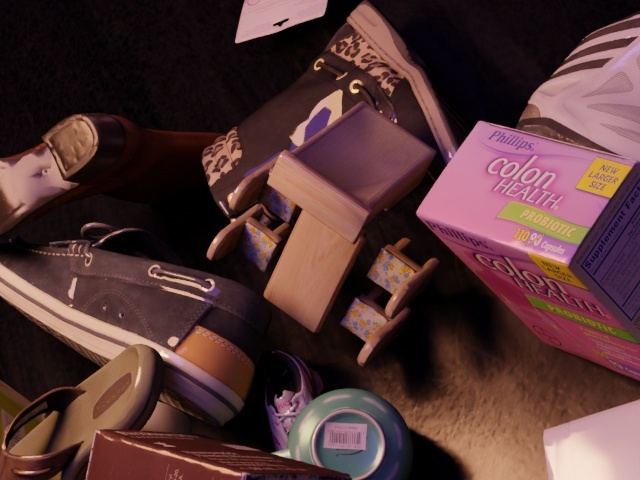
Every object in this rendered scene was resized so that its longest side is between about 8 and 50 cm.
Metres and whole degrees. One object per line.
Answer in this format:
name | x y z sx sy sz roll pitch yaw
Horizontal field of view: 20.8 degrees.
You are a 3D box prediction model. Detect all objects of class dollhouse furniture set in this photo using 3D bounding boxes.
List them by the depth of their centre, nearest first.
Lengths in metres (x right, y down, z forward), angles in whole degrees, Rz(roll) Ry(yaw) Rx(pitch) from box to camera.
dollhouse furniture set | 0.000 0.000 1.804 0.212 0.161 0.242 35 127 13

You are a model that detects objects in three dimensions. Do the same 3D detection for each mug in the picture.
mug | 0.020 0.225 1.773 0.158 0.097 0.129 -43 78 -9

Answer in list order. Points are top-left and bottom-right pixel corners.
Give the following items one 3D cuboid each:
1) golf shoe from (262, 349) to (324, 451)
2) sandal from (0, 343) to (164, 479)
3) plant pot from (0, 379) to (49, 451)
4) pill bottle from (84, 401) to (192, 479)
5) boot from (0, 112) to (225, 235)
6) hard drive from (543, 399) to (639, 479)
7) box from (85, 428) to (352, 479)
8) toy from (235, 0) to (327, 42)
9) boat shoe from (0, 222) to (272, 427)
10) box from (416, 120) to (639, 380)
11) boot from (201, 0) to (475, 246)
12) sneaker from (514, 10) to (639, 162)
golf shoe | -0.028 0.203 1.869 0.067 0.086 0.186 -29 51 14
sandal | -0.281 0.203 1.814 0.303 0.086 0.120 -46 39 23
plant pot | -0.433 0.276 2.025 0.207 0.227 0.228 -25 51 14
pill bottle | -0.232 0.319 1.890 0.161 0.161 0.283 -8 60 32
boot | -0.282 -0.073 2.091 0.264 0.280 0.096 -36 74 22
hard drive | 0.363 0.226 1.608 0.308 0.040 0.203 -21 53 24
box | -0.107 0.285 1.682 0.203 0.168 0.167 10 90 38
toy | -0.020 -0.345 2.221 0.137 0.056 0.237 -14 51 33
boat shoe | -0.228 0.069 2.009 0.500 0.187 0.156 18 73 50
box | 0.252 0.019 1.649 0.213 0.243 0.117 22 72 51
boot | 0.028 -0.085 1.969 0.284 0.138 0.377 -38 44 9
sneaker | 0.386 -0.114 1.711 0.447 0.169 0.257 23 80 44
